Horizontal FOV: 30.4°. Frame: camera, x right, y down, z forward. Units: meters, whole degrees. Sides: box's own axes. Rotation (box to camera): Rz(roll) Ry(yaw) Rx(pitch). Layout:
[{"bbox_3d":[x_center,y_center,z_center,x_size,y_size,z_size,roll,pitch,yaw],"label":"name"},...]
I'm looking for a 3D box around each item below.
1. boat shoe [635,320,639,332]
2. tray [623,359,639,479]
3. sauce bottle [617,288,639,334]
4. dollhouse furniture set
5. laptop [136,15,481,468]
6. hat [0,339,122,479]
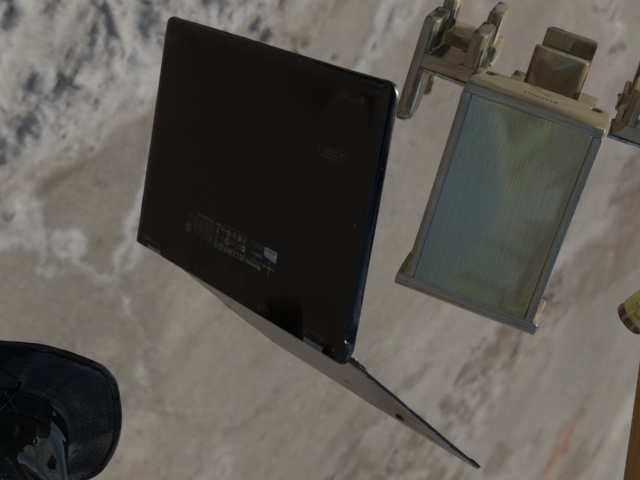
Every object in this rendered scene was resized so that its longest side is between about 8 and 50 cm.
[{"bbox_3d":[0.375,0.108,1.169,0.045,0.135,0.050,-54,-166,18],"label":"boat shoe"},{"bbox_3d":[0.435,0.301,1.341,0.076,0.203,0.411,-1,102,-27],"label":"tray"},{"bbox_3d":[0.366,0.049,1.216,0.128,0.042,0.042,-45,167,34],"label":"sauce bottle"},{"bbox_3d":[0.157,-0.064,0.906,0.242,0.212,0.161,-50,159,-60],"label":"dollhouse furniture set"},{"bbox_3d":[0.000,0.000,1.266,0.236,0.382,0.408,-3,109,-39],"label":"laptop"},{"bbox_3d":[-0.349,0.248,1.240,0.331,0.134,0.331,-17,136,-17],"label":"hat"}]
